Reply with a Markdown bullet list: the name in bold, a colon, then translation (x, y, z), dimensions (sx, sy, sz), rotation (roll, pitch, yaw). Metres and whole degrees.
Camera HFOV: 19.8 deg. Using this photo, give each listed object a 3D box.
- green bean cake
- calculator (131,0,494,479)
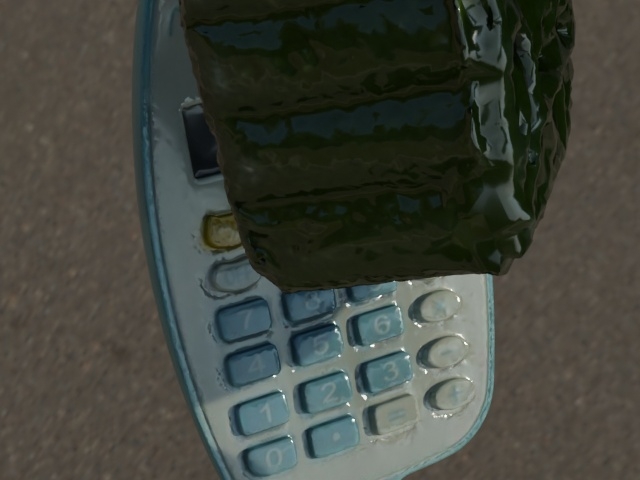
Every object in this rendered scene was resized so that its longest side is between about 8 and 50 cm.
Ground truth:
- **green bean cake**: translation (0.032, -0.127, 0.856), dimensions (0.247, 0.156, 0.249), rotation (-64, 142, -64)
- **calculator**: translation (0.000, 0.000, 1.244), dimensions (0.256, 0.054, 0.386), rotation (-16, 98, -28)
